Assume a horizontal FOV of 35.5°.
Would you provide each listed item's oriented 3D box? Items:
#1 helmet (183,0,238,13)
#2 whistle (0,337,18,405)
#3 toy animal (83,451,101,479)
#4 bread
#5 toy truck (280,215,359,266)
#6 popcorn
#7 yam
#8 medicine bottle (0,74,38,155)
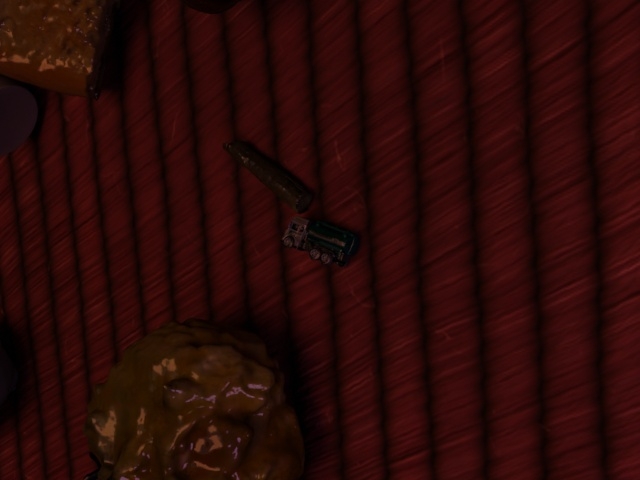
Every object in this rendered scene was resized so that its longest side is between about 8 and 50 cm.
[{"bbox_3d":[-0.077,-0.314,1.042,0.175,0.106,0.155,-43,69,41],"label":"helmet"},{"bbox_3d":[-0.546,0.214,1.481,0.289,0.163,0.163,-42,72,35],"label":"whistle"},{"bbox_3d":[-0.228,0.421,1.308,0.195,0.090,0.324,-15,80,45],"label":"toy animal"},{"bbox_3d":[-0.366,-0.293,1.242,0.262,0.162,0.204,44,133,34],"label":"bread"},{"bbox_3d":[0.000,0.000,1.084,0.083,0.039,0.044,23,95,32],"label":"toy truck"},{"bbox_3d":[-0.144,0.211,1.119,0.249,0.225,0.249,7,99,47],"label":"popcorn"},{"bbox_3d":[-0.061,-0.078,1.122,0.129,0.027,0.033,41,160,23],"label":"yam"},{"bbox_3d":[-0.508,-0.221,1.383,0.250,0.131,0.131,36,119,28],"label":"medicine bottle"}]
